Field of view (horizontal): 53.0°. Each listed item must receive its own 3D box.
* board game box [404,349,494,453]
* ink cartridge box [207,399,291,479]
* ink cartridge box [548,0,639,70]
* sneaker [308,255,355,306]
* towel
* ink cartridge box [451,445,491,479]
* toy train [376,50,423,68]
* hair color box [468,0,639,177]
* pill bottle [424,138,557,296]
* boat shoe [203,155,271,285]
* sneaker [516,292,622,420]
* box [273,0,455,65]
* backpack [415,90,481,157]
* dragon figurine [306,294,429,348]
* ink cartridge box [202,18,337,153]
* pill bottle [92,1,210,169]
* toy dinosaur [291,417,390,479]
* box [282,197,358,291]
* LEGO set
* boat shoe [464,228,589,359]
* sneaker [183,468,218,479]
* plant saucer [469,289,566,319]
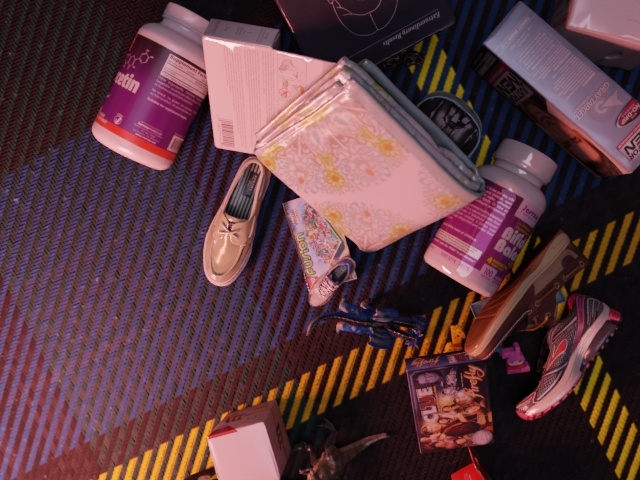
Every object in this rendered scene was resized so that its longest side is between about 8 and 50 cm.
[{"bbox_3d":[0.276,0.344,1.365,0.165,0.042,0.243,-10,119,6],"label":"board game box"},{"bbox_3d":[-0.149,0.441,1.390,0.128,0.176,0.128,-17,89,5],"label":"ink cartridge box"},{"bbox_3d":[0.589,-0.505,1.268,0.197,0.198,0.270,14,94,3],"label":"ink cartridge box"},{"bbox_3d":[0.020,0.089,1.378,0.052,0.058,0.135,40,97,1],"label":"sneaker"},{"bbox_3d":[0.085,-0.151,1.255,0.374,0.090,0.320,41,140,-20],"label":"towel"},{"bbox_3d":[0.353,0.571,1.376,0.078,0.134,0.231,-31,90,6],"label":"ink cartridge box"},{"bbox_3d":[0.145,-0.393,1.395,0.158,0.027,0.036,-3,89,4],"label":"toy train"},{"bbox_3d":[0.485,-0.292,1.293,0.374,0.185,0.114,41,95,2],"label":"hair color box"},{"bbox_3d":[0.356,-0.049,1.326,0.169,0.169,0.302,29,96,3],"label":"pill bottle"},{"bbox_3d":[-0.191,-0.044,1.407,0.109,0.094,0.303,18,94,3],"label":"boat shoe"},{"bbox_3d":[0.507,0.251,1.362,0.112,0.121,0.299,35,83,20],"label":"sneaker"},{"bbox_3d":[0.033,-0.540,1.236,0.293,0.212,0.396,-27,115,5],"label":"box"},{"bbox_3d":[0.240,-0.211,1.330,0.166,0.144,0.188,40,123,4],"label":"backpack"},{"bbox_3d":[0.111,0.174,1.343,0.144,0.289,0.085,14,93,42],"label":"dragon figurine"},{"bbox_3d":[-0.095,-0.286,1.301,0.261,0.296,0.066,12,55,5],"label":"ink cartridge box"},{"bbox_3d":[-0.337,-0.326,1.361,0.181,0.181,0.323,28,95,3],"label":"pill bottle"},{"bbox_3d":[0.014,0.471,1.419,0.268,0.064,0.118,-31,59,-25],"label":"toy dinosaur"},{"bbox_3d":[0.000,0.000,1.423,0.114,0.036,0.207,-17,92,6],"label":"box"},{"bbox_3d":[0.321,0.233,1.376,0.227,0.087,0.093,-10,120,5],"label":"LEGO set"},{"bbox_3d":[0.431,0.129,1.309,0.123,0.123,0.342,44,67,4],"label":"boat shoe"},{"bbox_3d":[-0.135,0.607,1.415,0.384,0.145,0.147,9,93,6],"label":"sneaker"},{"bbox_3d":[0.426,0.138,1.392,0.192,0.018,0.067,-21,57,6],"label":"plant saucer"}]
